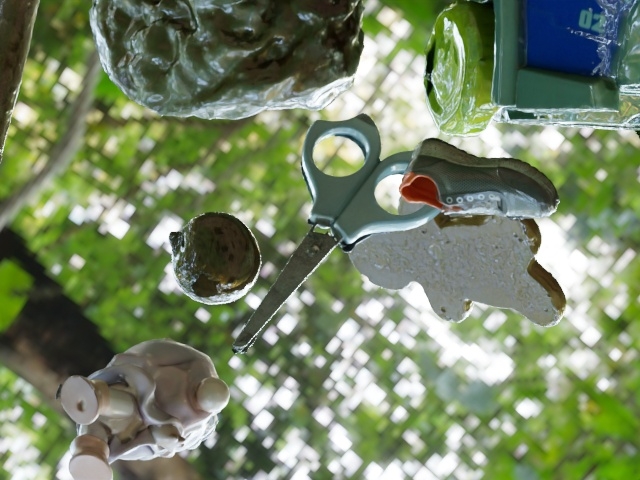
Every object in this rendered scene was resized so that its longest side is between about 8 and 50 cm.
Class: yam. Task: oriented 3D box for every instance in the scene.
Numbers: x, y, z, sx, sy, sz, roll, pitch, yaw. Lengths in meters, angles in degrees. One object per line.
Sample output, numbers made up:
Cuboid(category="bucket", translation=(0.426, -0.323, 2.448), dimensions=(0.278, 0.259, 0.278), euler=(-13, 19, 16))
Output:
Cuboid(category="yam", translation=(-0.253, -0.181, 1.584), dimensions=(0.045, 0.327, 0.045), euler=(9, -173, -41))

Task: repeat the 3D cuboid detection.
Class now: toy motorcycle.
Cuboid(category="toy motorcycle", translation=(0.210, -0.160, 1.270), dimensions=(0.191, 0.200, 0.326), euler=(2, 180, -20))

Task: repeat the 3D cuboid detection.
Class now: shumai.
Cuboid(category="shumai", translation=(-0.056, -0.215, 1.371), dimensions=(0.189, 0.218, 0.256), euler=(3, -148, -20))

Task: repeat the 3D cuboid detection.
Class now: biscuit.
Cuboid(category="biscuit", translation=(0.163, 0.016, 2.422), dimensions=(0.049, 0.301, 0.197), euler=(-43, -56, -42))

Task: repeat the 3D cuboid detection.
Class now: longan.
Cuboid(category="longan", translation=(-0.122, 0.019, 2.207), dimensions=(0.113, 0.113, 0.092), euler=(32, -159, -12))

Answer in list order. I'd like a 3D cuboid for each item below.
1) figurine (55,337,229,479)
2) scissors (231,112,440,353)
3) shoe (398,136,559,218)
Cuboid(category="figurine", translation=(-0.200, 0.183, 2.121), dimensions=(0.133, 0.200, 0.276), euler=(64, -158, 4))
Cuboid(category="scissors", translation=(0.000, 0.001, 2.258), dimensions=(0.191, 0.029, 0.360), euler=(31, -117, 12))
Cuboid(category="shoe", translation=(0.175, -0.053, 2.188), dimensions=(0.194, 0.074, 0.077), euler=(20, -125, 31))
